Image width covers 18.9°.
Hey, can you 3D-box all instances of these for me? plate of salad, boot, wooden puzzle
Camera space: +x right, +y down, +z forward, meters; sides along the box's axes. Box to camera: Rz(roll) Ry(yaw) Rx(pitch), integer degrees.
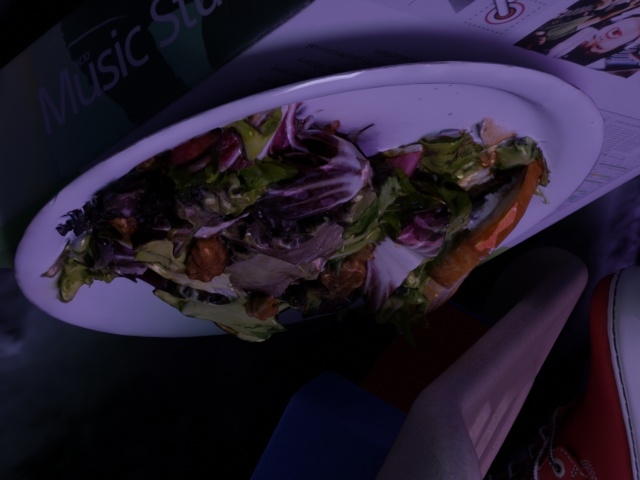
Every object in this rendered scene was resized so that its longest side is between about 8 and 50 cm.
[{"bbox_3d":[0.000,0.000,0.632,0.200,0.048,0.200,-13,159,-5],"label":"plate of salad"},{"bbox_3d":[0.105,0.116,0.952,0.088,0.176,0.244,-61,148,-48],"label":"boot"},{"bbox_3d":[-0.009,0.159,0.787,0.322,0.080,0.348,-63,174,15],"label":"wooden puzzle"}]

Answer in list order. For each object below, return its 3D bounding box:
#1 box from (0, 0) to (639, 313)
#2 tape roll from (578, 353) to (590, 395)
[{"bbox_3d":[0.054,-0.070,0.640,0.322,0.058,0.232,-33,153,35],"label":"box"},{"bbox_3d":[0.239,0.067,1.041,0.189,0.080,0.189,-23,142,-19],"label":"tape roll"}]
